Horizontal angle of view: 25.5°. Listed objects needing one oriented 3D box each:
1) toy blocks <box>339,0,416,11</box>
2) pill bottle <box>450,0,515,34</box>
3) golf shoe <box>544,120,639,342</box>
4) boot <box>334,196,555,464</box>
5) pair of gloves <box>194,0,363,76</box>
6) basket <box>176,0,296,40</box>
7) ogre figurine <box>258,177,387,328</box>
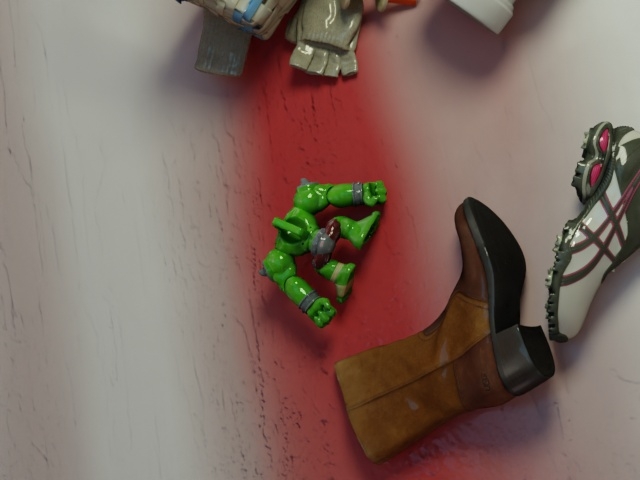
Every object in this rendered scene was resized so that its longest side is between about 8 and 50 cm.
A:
[{"bbox_3d":[0.104,-0.356,1.832,0.148,0.054,0.123,1,111,-11],"label":"toy blocks"},{"bbox_3d":[0.244,-0.403,1.732,0.162,0.162,0.278,39,99,23],"label":"pill bottle"},{"bbox_3d":[0.339,-0.001,1.678,0.120,0.105,0.272,16,96,10],"label":"golf shoe"},{"bbox_3d":[0.137,0.112,1.779,0.280,0.096,0.264,-30,69,32],"label":"boot"},{"bbox_3d":[-0.052,-0.318,1.919,0.240,0.042,0.204,1,79,19],"label":"pair of gloves"},{"bbox_3d":[-0.132,-0.422,1.838,0.289,0.201,0.254,36,93,13],"label":"basket"},{"bbox_3d":[0.000,0.000,1.831,0.118,0.097,0.197,24,105,13],"label":"ogre figurine"}]
